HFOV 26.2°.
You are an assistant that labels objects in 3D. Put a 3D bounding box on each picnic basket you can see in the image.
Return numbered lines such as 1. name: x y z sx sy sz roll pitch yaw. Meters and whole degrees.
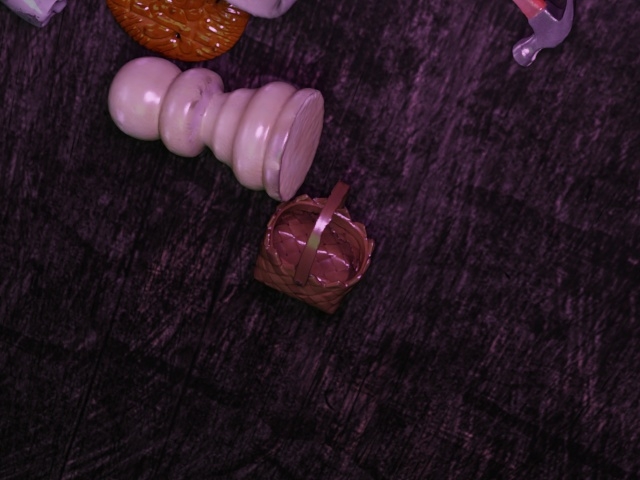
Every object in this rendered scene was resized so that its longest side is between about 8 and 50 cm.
1. picnic basket: 0.000 0.000 1.720 0.138 0.128 0.178 24 142 -1

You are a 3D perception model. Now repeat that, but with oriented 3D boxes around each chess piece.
1. chess piece: -0.137 -0.150 1.655 0.251 0.144 0.144 19 132 13

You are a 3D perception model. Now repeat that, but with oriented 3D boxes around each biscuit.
1. biscuit: -0.170 -0.291 1.617 0.188 0.027 0.188 11 130 13

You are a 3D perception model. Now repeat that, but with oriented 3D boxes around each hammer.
1. hammer: 0.161 -0.314 1.465 0.288 0.033 0.111 41 131 -14

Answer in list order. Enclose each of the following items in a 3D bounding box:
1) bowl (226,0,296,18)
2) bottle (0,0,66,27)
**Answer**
1. bowl: -0.099 -0.382 1.380 0.307 0.163 0.307 43 172 8
2. bottle: -0.409 -0.363 1.616 0.270 0.083 0.083 41 131 -6
